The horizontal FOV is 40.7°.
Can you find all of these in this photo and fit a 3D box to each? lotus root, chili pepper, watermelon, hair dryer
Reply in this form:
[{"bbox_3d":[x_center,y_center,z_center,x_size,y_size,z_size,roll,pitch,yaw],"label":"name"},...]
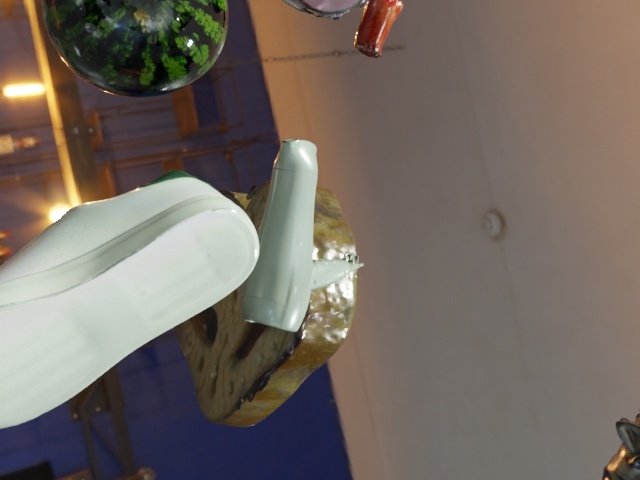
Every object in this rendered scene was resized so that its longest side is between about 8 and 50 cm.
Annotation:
[{"bbox_3d":[-0.098,0.089,1.281,0.390,0.111,0.374,10,-98,54],"label":"lotus root"},{"bbox_3d":[0.106,-0.406,1.602,0.070,0.073,0.123,22,-88,35],"label":"chili pepper"},{"bbox_3d":[-0.265,-0.334,1.227,0.269,0.269,0.269,39,-45,53],"label":"watermelon"},{"bbox_3d":[0.000,0.000,1.007,0.075,0.237,0.206,11,-90,28],"label":"hair dryer"}]

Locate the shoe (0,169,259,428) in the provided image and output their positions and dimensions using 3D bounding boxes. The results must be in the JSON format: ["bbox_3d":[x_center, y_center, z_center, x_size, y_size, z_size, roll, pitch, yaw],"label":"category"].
[{"bbox_3d":[-0.174,0.035,0.593,0.110,0.265,0.095,53,-15,53],"label":"shoe"}]

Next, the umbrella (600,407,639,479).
[{"bbox_3d":[0.256,0.291,0.758,0.106,0.113,0.357,35,-55,29],"label":"umbrella"}]

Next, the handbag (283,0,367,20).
[{"bbox_3d":[0.000,-0.436,1.307,0.179,0.205,0.116,-59,-177,14],"label":"handbag"}]
